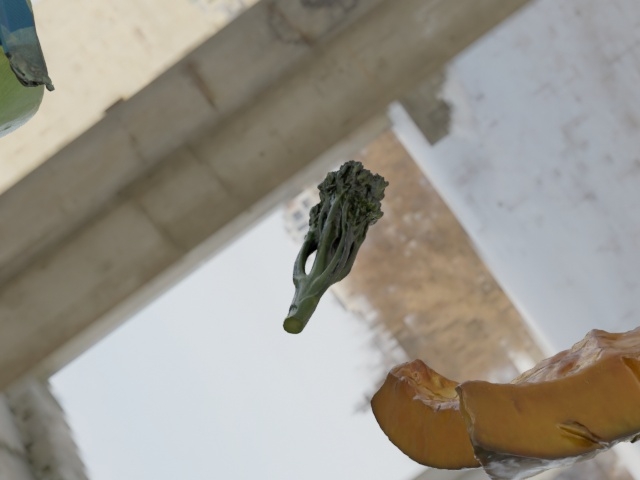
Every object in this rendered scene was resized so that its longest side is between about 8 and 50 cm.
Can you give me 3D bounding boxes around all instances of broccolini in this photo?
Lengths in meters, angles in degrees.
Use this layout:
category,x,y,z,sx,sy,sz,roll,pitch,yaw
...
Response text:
category,x,y,z,sx,sy,sz,roll,pitch,yaw
broccolini,0.010,0.016,1.429,0.068,0.091,0.202,47,-135,-32

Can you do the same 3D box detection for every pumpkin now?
category,x,y,z,sx,sy,sz,roll,pitch,yaw
pumpkin,0.177,0.084,1.021,0.290,0.258,0.095,133,115,-82

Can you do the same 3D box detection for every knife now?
category,x,y,z,sx,sy,sz,roll,pitch,yaw
knife,-0.319,-0.282,1.550,0.026,0.044,0.296,-22,84,52

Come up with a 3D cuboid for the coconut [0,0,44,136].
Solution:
category,x,y,z,sx,sy,sz,roll,pitch,yaw
coconut,-0.516,-0.248,2.135,0.328,0.281,0.328,174,90,-81
